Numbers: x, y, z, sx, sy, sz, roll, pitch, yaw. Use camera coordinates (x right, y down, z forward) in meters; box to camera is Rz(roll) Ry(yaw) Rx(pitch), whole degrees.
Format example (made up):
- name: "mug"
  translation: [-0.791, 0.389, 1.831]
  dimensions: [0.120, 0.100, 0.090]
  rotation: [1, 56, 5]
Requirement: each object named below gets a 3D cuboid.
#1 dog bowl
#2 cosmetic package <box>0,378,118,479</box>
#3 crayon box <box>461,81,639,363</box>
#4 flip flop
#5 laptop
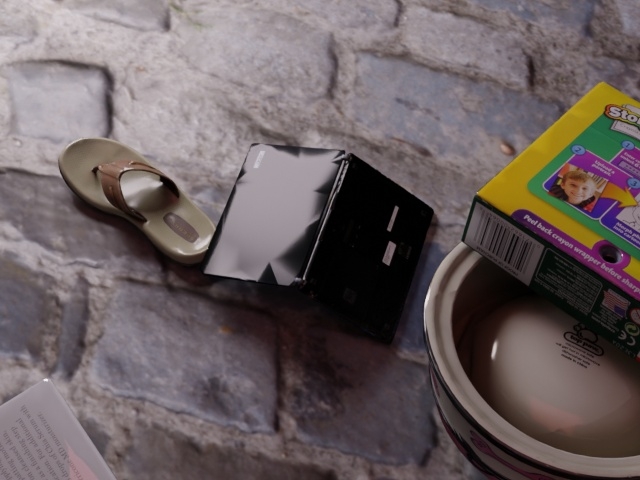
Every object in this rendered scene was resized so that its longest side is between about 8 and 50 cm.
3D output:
- name: "dog bowl"
  translation: [0.324, 0.164, 1.448]
  dimensions: [0.408, 0.150, 0.408]
  rotation: [3, 50, -3]
- name: "cosmetic package"
  translation: [-0.451, 0.395, 1.324]
  dimensions: [0.453, 0.161, 0.230]
  rotation: [-32, 68, -17]
- name: "crayon box"
  translation: [0.424, -0.015, 1.443]
  dimensions: [0.363, 0.106, 0.313]
  rotation: [36, 54, 22]
- name: "flip flop"
  translation: [-0.262, -0.067, 1.618]
  dimensions: [0.277, 0.080, 0.112]
  rotation: [38, 69, 15]
- name: "laptop"
  translation: [0.000, 0.000, 1.613]
  dimensions: [0.264, 0.136, 0.234]
  rotation: [32, 62, -23]
